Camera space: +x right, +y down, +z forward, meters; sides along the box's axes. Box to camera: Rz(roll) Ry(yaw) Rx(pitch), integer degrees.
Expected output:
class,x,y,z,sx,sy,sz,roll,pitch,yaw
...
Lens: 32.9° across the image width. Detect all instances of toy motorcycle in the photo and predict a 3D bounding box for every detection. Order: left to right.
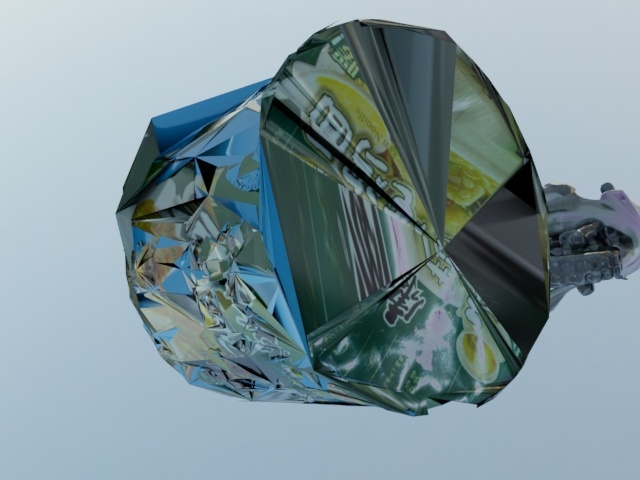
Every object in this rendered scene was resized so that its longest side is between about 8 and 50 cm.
class,x,y,z,sx,sy,sz,roll,pitch,yaw
toy motorcycle,0.260,0.003,1.276,0.188,0.143,0.327,-19,-167,-22

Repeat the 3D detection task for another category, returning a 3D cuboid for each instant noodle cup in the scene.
class,x,y,z,sx,sy,sz,roll,pitch,yaw
instant noodle cup,0.000,0.000,0.659,0.178,0.240,0.240,-16,-143,46
